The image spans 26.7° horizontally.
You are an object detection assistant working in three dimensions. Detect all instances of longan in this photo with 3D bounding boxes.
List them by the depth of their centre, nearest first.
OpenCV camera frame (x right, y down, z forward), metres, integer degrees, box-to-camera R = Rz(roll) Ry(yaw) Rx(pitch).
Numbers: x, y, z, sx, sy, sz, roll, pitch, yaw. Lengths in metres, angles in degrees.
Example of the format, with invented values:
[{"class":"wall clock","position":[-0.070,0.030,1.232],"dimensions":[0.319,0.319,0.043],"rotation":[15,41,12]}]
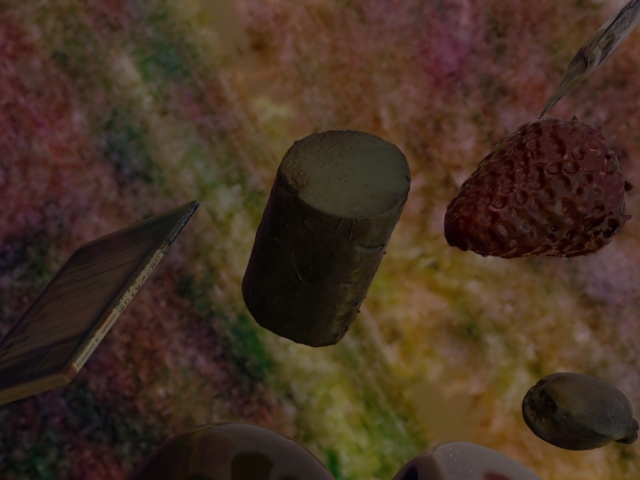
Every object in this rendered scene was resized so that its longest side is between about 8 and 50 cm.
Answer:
[{"class":"longan","position":[-0.122,0.405,1.687],"dimensions":[0.361,0.361,0.361],"rotation":[59,2,-3]}]

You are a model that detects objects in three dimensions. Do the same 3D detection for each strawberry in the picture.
[{"class":"strawberry","position":[0.272,-0.046,1.770],"dimensions":[0.205,0.244,0.205],"rotation":[46,-30,36]}]

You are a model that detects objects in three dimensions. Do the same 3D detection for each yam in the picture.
[{"class":"yam","position":[0.000,0.000,1.640],"dimensions":[0.161,0.161,0.268],"rotation":[60,-34,35]}]

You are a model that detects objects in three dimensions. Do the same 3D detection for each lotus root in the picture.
[{"class":"lotus root","position":[0.359,0.236,1.826],"dimensions":[0.192,0.113,0.088],"rotation":[19,45,-32]}]

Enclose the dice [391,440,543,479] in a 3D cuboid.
[{"class":"dice","position":[0.235,0.526,2.182],"dimensions":[0.277,0.304,0.304],"rotation":[23,17,-19]}]

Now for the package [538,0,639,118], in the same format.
[{"class":"package","position":[0.311,-0.218,1.443],"dimensions":[0.027,0.171,0.173],"rotation":[45,-41,8]}]

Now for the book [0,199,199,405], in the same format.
[{"class":"book","position":[-0.286,0.079,1.573],"dimensions":[0.018,0.228,0.322],"rotation":[55,41,-21]}]
